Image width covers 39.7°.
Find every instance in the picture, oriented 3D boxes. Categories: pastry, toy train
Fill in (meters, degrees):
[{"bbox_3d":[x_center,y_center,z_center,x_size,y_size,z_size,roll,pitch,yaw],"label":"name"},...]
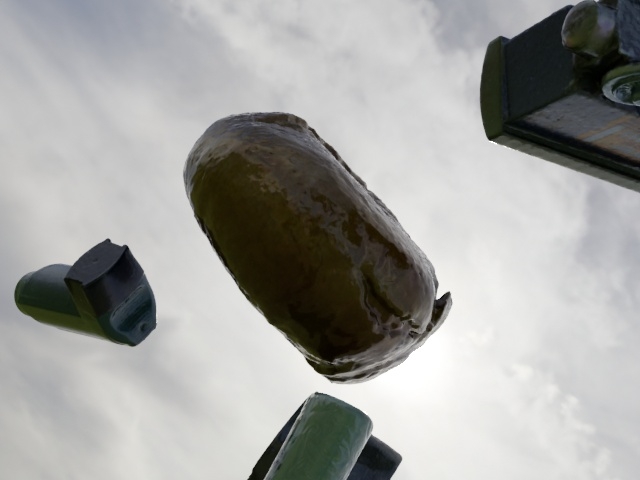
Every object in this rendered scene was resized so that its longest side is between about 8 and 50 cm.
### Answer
[{"bbox_3d":[0.000,0.000,0.954,0.356,0.164,0.356,50,10,-12],"label":"pastry"},{"bbox_3d":[0.313,-0.142,0.843,0.300,0.131,0.202,14,-21,-27],"label":"toy train"}]

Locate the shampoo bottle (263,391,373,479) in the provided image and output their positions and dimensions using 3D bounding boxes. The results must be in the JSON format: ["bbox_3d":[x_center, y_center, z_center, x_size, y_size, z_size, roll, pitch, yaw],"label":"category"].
[{"bbox_3d":[-0.032,0.178,0.505,0.041,0.190,0.069,32,-14,-11],"label":"shampoo bottle"}]

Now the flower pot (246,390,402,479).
[{"bbox_3d":[-0.029,0.259,0.801,0.108,0.229,0.103,34,-25,11],"label":"flower pot"}]

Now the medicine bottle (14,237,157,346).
[{"bbox_3d":[-0.293,0.064,1.071,0.258,0.079,0.124,2,-48,47],"label":"medicine bottle"}]
